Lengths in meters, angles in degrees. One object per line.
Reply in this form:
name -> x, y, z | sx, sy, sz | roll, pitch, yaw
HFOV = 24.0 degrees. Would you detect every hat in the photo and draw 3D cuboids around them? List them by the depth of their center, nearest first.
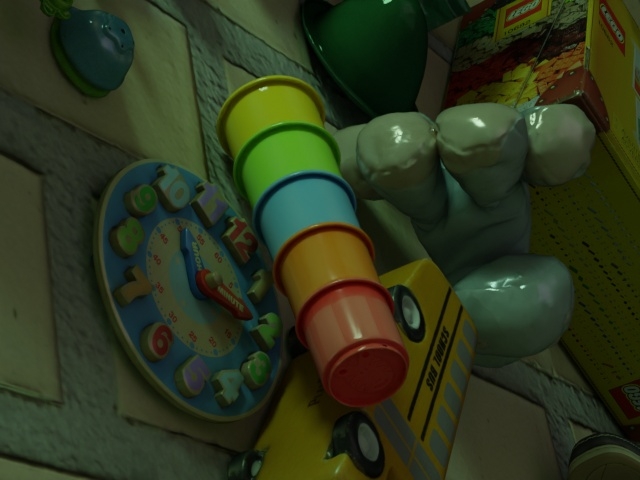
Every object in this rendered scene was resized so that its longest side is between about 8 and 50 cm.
hat -> 0.097, -0.232, 1.505 | 0.208, 0.183, 0.173 | 31, 31, -42

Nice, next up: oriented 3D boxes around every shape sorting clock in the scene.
shape sorting clock -> -0.092, 0.035, 1.113 | 0.206, 0.040, 0.206 | 43, 33, -38

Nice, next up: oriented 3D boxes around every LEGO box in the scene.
LEGO box -> 0.365, -0.049, 1.861 | 0.500, 0.193, 0.372 | 53, 29, -23

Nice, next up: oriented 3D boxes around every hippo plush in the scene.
hippo plush -> 0.127, 0.006, 1.427 | 0.294, 0.234, 0.237 | 161, -74, -75

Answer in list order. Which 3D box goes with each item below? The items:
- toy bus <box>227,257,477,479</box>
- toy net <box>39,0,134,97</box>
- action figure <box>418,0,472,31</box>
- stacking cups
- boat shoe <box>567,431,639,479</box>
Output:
toy bus -> 0.035, 0.139, 1.185 | 0.130, 0.108, 0.333 | 57, 26, -19
toy net -> -0.186, -0.224, 1.162 | 0.122, 0.045, 0.232 | 38, 35, -40
action figure -> 0.096, -0.361, 1.778 | 0.232, 0.063, 0.137 | 66, 28, -6
stacking cups -> 0.000, 0.000, 1.155 | 0.096, 0.096, 0.316 | 40, 19, -41
boat shoe -> 0.336, 0.267, 1.651 | 0.285, 0.102, 0.092 | 41, 30, -47
